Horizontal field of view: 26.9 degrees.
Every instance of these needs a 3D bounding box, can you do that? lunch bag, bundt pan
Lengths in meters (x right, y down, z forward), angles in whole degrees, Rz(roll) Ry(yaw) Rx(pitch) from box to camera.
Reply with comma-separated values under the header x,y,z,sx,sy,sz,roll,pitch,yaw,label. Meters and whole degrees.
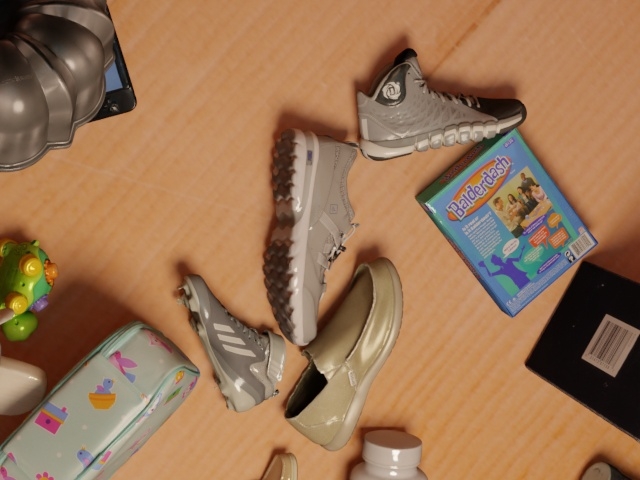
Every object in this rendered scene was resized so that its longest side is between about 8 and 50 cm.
x,y,z,sx,sy,sz,roll,pitch,yaw,label
-0.275,0.226,1.618,0.108,0.224,0.279,44,88,7,lunch bag
-0.377,-0.244,1.467,0.330,0.124,0.331,6,71,-19,bundt pan

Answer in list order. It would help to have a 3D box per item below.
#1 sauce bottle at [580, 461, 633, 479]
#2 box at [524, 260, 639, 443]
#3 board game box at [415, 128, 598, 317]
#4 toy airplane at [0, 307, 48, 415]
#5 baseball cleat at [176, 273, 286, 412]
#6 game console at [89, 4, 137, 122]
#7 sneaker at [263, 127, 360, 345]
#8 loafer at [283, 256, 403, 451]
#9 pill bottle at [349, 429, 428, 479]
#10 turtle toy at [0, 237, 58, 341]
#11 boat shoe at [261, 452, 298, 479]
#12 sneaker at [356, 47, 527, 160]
x,y,z,sx,sy,sz,roll,pitch,yaw,label
0.520,0.425,1.934,0.344,0.111,0.111,30,92,-18,sauce bottle
0.497,0.199,1.759,0.312,0.343,0.179,29,92,-19,box
0.252,-0.026,1.800,0.160,0.047,0.210,-40,109,-4,board game box
-0.550,0.104,1.485,0.386,0.272,0.384,-27,107,-9,toy airplane
-0.109,0.119,1.724,0.109,0.072,0.206,-24,116,-12,baseball cleat
-0.299,-0.202,1.588,0.124,0.085,0.144,-14,106,4,game console
0.000,0.000,1.707,0.115,0.105,0.281,0,104,-22,sneaker
0.029,0.145,1.744,0.092,0.102,0.269,16,97,-24,loafer
0.089,0.359,1.800,0.108,0.108,0.194,2,101,-16,pill bottle
-0.363,0.061,1.632,0.066,0.095,0.130,16,97,-39,turtle toy
-0.080,0.358,1.777,0.059,0.063,0.170,17,97,-24,boat shoe
0.152,-0.188,1.722,0.228,0.086,0.132,-14,102,-12,sneaker
